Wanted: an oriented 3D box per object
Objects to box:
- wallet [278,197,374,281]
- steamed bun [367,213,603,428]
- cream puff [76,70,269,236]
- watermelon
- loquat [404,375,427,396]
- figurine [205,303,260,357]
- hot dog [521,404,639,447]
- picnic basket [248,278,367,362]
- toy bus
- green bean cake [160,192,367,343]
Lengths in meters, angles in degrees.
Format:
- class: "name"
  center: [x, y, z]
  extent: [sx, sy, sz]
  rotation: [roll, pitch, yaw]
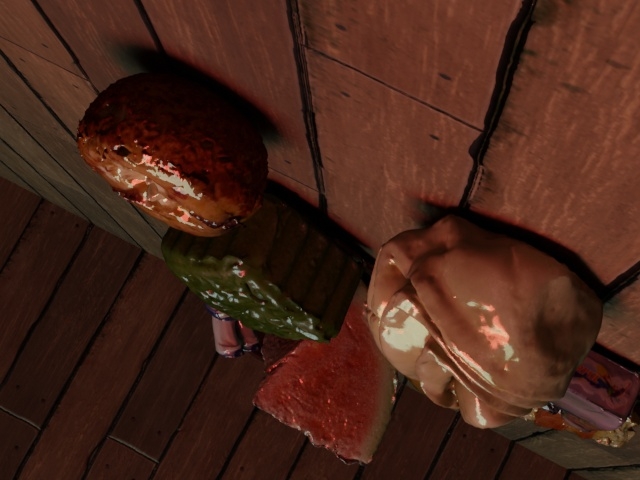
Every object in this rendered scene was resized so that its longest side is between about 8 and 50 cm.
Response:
- class: "wallet"
  center: [0.000, 0.000, 1.833]
  extent: [0.137, 0.031, 0.255]
  rotation: [17, 166, 48]
- class: "steamed bun"
  center: [0.171, 0.102, 1.361]
  extent: [0.289, 0.203, 0.276]
  rotation: [21, 168, 42]
- class: "cream puff"
  center: [-0.168, -0.105, 1.363]
  extent: [0.240, 0.164, 0.240]
  rotation: [25, 155, 12]
- class: "watermelon"
  center: [0.013, 0.210, 1.888]
  extent: [0.232, 0.310, 0.193]
  rotation: [-4, -151, 6]
- class: "loquat"
  center: [0.213, 0.184, 1.863]
  extent: [0.172, 0.149, 0.204]
  rotation: [33, 158, 0]
- class: "figurine"
  center: [-0.147, 0.057, 1.983]
  extent: [0.133, 0.194, 0.274]
  rotation: [13, 132, 45]
- class: "hot dog"
  center: [0.413, 0.254, 1.835]
  extent: [0.213, 0.103, 0.146]
  rotation: [19, 149, 0]
- class: "picnic basket"
  center: [-0.030, 0.126, 2.117]
  extent: [0.297, 0.129, 0.222]
  rotation: [11, 126, 42]
- class: "toy bus"
  center: [0.297, 0.160, 1.626]
  extent: [0.317, 0.112, 0.138]
  rotation: [28, 166, -9]
- class: "green bean cake"
  center: [-0.094, 0.039, 1.756]
  extent: [0.247, 0.156, 0.250]
  rotation: [6, 156, 49]
